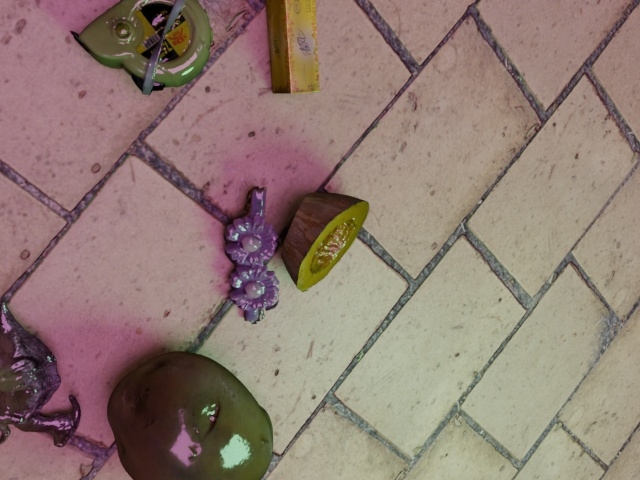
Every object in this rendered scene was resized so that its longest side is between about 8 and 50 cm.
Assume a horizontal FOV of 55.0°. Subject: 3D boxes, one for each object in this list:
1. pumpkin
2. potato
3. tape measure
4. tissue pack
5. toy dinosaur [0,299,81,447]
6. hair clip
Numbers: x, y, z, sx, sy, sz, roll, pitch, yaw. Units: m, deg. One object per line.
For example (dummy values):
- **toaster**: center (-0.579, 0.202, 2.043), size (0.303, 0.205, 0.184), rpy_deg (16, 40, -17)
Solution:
- **pumpkin**: center (-0.009, -0.014, 1.196), size (0.110, 0.217, 0.217), rpy_deg (38, 84, 11)
- **potato**: center (-0.227, 0.356, 1.124), size (0.326, 0.221, 0.243), rpy_deg (54, 43, -28)
- **tape measure**: center (-0.267, -0.334, 1.005), size (0.175, 0.106, 0.200), rpy_deg (46, 79, -13)
- **tissue pack**: center (-0.051, -0.354, 1.107), size (0.062, 0.095, 0.176), rpy_deg (-9, 107, -24)
- **toy dinosaur**: center (-0.525, 0.251, 1.047), size (0.162, 0.077, 0.294), rpy_deg (-25, 127, -23)
- **hair clip**: center (-0.132, 0.035, 1.185), size (0.106, 0.084, 0.292), rpy_deg (-1, 109, -7)
